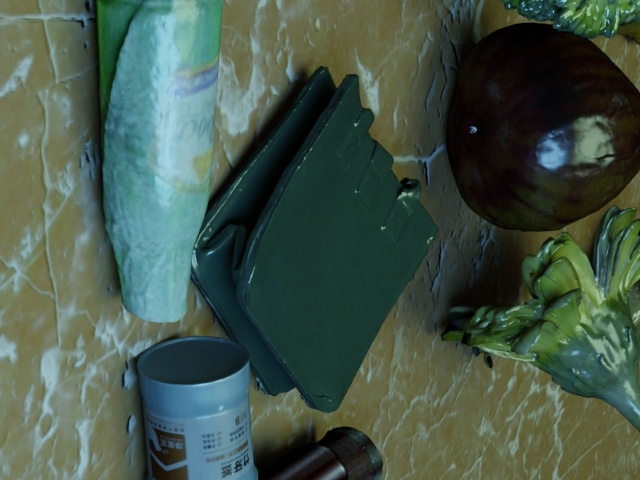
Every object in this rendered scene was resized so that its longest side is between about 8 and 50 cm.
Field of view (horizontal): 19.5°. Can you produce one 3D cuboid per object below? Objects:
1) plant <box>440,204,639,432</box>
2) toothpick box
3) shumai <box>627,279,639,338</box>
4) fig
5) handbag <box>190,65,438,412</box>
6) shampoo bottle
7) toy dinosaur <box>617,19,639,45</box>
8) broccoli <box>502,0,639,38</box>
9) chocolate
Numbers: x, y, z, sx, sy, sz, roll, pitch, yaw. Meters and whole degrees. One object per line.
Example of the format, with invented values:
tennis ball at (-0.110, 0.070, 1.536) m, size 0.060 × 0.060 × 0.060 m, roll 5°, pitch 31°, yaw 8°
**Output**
plant at (0.271, 0.112, 2.030) m, size 0.306 × 0.261 × 0.297 m, roll -32°, pitch 110°, yaw -44°
toothpick box at (-0.108, 0.173, 1.640) m, size 0.101 × 0.101 × 0.153 m, roll -30°, pitch 124°, yaw -47°
shumai at (0.399, 0.093, 2.311) m, size 0.175 × 0.166 × 0.206 m, roll -38°, pitch 107°, yaw -31°
fig at (0.285, -0.123, 1.973) m, size 0.321 × 0.217 × 0.217 m, roll -6°, pitch 108°, yaw -38°
handbag at (-0.002, 0.000, 1.753) m, size 0.260 × 0.079 × 0.247 m, roll -59°, pitch 144°, yaw -25°
shampoo bottle at (-0.059, 0.273, 1.754) m, size 0.323 × 0.084 × 0.129 m, roll -28°, pitch 150°, yaw -49°
toy dinosaur at (0.392, -0.253, 2.269) m, size 0.162 × 0.039 × 0.126 m, roll -49°, pitch 141°, yaw -32°
broccoli at (0.272, -0.334, 1.856) m, size 0.248 × 0.288 × 0.245 m, roll 18°, pitch 127°, yaw -24°
chocolate at (-0.133, -0.073, 1.518) m, size 0.110 × 0.110 × 0.291 m, roll -25°, pitch 124°, yaw -49°
